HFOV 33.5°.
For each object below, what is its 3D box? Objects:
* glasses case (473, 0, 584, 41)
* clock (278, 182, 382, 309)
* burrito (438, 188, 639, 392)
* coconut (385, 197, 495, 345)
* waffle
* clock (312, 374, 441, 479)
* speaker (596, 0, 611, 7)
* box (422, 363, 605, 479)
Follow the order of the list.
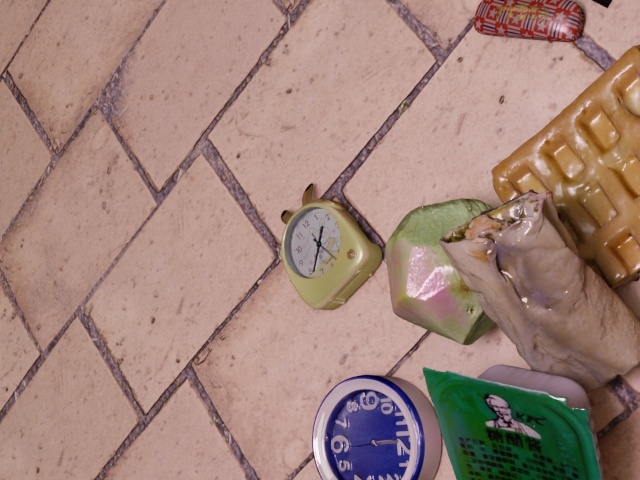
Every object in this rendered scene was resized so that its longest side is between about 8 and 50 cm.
[{"bbox_3d":[0.341,-0.371,1.757,0.195,0.049,0.073,14,92,38],"label":"glasses case"},{"bbox_3d":[0.000,0.000,1.965,0.170,0.069,0.232,-47,58,25],"label":"clock"},{"bbox_3d":[0.334,0.095,1.540,0.190,0.135,0.331,-33,101,20],"label":"burrito"},{"bbox_3d":[0.211,0.056,1.707,0.205,0.236,0.235,-33,64,51],"label":"coconut"},{"bbox_3d":[0.446,-0.092,1.624,0.348,0.077,0.304,-42,60,26],"label":"waffle"},{"bbox_3d":[0.096,0.349,1.840,0.230,0.083,0.230,-7,78,36],"label":"clock"},{"bbox_3d":[0.469,-0.477,1.649,0.044,0.082,0.218,38,108,35],"label":"speaker"},{"bbox_3d":[0.318,0.312,1.584,0.264,0.106,0.336,8,128,38],"label":"box"}]
